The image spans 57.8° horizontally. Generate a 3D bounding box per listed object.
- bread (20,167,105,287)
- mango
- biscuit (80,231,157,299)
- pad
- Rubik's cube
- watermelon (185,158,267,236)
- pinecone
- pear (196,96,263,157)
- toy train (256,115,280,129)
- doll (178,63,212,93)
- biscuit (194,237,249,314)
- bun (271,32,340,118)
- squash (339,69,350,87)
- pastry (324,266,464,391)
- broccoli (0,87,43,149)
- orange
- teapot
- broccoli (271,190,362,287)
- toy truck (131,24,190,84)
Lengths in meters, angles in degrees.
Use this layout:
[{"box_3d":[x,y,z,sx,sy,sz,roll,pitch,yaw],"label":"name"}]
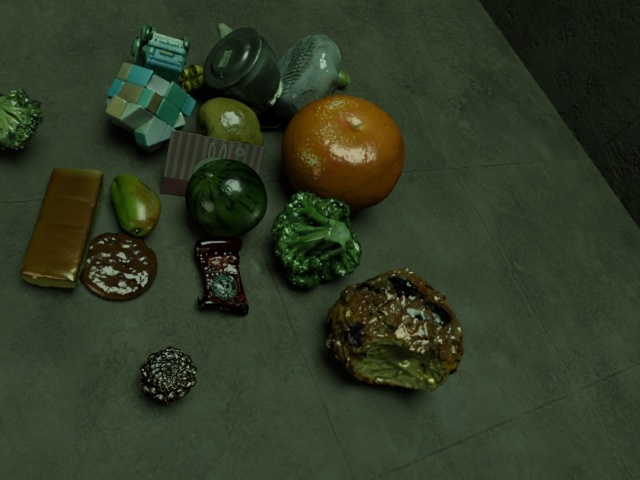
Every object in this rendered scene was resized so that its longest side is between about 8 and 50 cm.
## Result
[{"box_3d":[-0.677,-0.037,1.544,0.138,0.077,0.361,5,54,-8],"label":"bread"},{"box_3d":[-0.532,-0.112,1.672,0.125,0.111,0.233,6,42,-39],"label":"mango"},{"box_3d":[-0.550,0.066,1.582,0.212,0.036,0.212,13,52,-18],"label":"biscuit"},{"box_3d":[-0.334,-0.222,1.818,0.300,0.202,0.005,8,17,-25],"label":"pad"},{"box_3d":[-0.540,-0.400,1.806,0.224,0.265,0.213,21,84,27],"label":"Rubik's cube"},{"box_3d":[-0.279,-0.126,1.726,0.242,0.242,0.242,14,52,-19],"label":"watermelon"},{"box_3d":[-0.376,0.334,1.432,0.140,0.121,0.140,14,54,-21],"label":"pinecone"},{"box_3d":[-0.292,-0.354,1.902,0.211,0.188,0.228,-6,94,-26],"label":"pear"},{"box_3d":[-0.243,-0.420,2.085,0.209,0.042,0.044,-6,84,-33],"label":"toy train"},{"box_3d":[-0.386,-0.587,2.087,0.221,0.135,0.143,-24,104,-44],"label":"doll"},{"box_3d":[-0.288,0.102,1.680,0.151,0.063,0.235,2,60,-26],"label":"biscuit"},{"box_3d":[-0.047,-0.579,2.119,0.194,0.354,0.354,29,47,-30],"label":"bun"},{"box_3d":[0.017,-0.707,2.412,0.239,0.069,0.069,25,50,-11],"label":"squash"},{"box_3d":[0.223,0.248,1.711,0.405,0.292,0.337,13,42,-9],"label":"pastry"},{"box_3d":[-0.914,-0.301,1.497,0.375,0.302,0.249,-4,98,-36],"label":"broccoli"},{"box_3d":[0.072,-0.286,1.976,0.424,0.326,0.424,6,62,-11],"label":"orange"},{"box_3d":[-0.267,-0.574,1.992,0.322,0.239,0.239,32,-4,38],"label":"teapot"},{"box_3d":[0.000,0.000,1.784,0.308,0.275,0.307,4,82,-34],"label":"broccoli"},{"box_3d":[-0.535,-0.596,1.909,0.155,0.279,0.156,9,88,-28],"label":"toy truck"}]
